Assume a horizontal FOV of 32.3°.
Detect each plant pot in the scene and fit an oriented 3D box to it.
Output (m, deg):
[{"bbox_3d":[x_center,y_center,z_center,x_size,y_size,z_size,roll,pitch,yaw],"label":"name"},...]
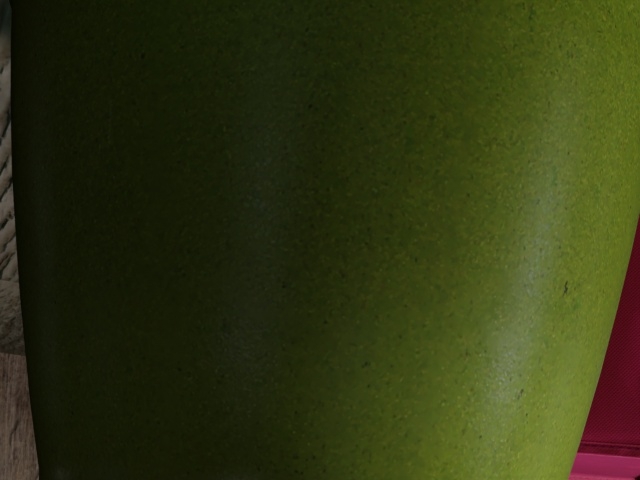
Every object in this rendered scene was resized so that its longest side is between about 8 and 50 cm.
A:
[{"bbox_3d":[0.000,0.000,0.560,0.367,0.353,0.366,5,165,1],"label":"plant pot"}]

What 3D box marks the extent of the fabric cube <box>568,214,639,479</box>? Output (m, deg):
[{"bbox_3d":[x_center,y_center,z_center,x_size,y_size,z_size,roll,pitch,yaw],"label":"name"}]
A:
[{"bbox_3d":[0.143,0.044,0.855,0.254,0.258,0.259,4,165,7],"label":"fabric cube"}]
